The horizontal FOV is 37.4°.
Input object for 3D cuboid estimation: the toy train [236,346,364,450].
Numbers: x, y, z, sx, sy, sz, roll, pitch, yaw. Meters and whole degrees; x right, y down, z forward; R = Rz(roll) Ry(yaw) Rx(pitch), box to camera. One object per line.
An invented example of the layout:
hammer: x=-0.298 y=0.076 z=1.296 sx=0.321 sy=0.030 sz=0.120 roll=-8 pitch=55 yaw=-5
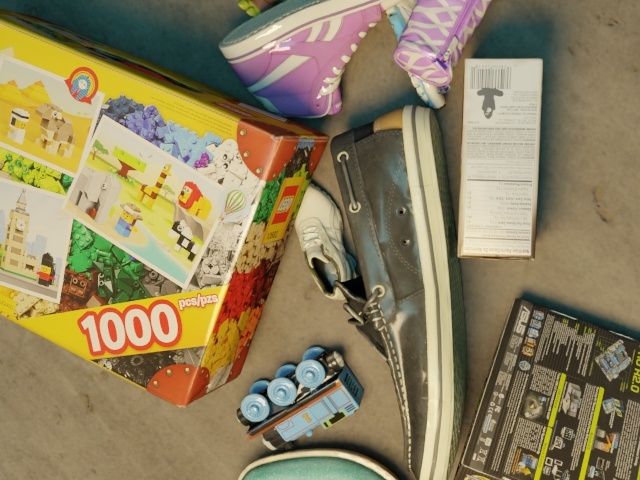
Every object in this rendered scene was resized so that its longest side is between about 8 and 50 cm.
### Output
toy train: x=-0.031 y=0.231 z=1.350 sx=0.184 sy=0.080 sz=0.105 roll=-34 pitch=95 yaw=15

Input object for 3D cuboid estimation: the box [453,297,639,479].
box: x=0.308 y=0.221 z=1.184 sx=0.216 sy=0.270 sz=0.060 roll=19 pitch=142 yaw=9

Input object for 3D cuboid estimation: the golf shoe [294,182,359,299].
golf shoe: x=0.000 y=0.000 z=1.307 sx=0.069 sy=0.086 sz=0.176 roll=-26 pitch=89 yaw=17

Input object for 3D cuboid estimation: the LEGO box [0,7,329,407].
LEGO box: x=-0.295 y=-0.060 z=1.286 sx=0.500 sy=0.193 sz=0.372 roll=23 pitch=102 yaw=15

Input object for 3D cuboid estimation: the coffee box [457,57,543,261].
coffee box: x=0.230 y=-0.106 z=1.211 sx=0.098 sy=0.141 sz=0.246 roll=2 pitch=99 yaw=12

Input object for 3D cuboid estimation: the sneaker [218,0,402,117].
sneaker: x=0.023 y=-0.256 z=1.246 sx=0.282 sy=0.102 sz=0.161 roll=-19 pitch=120 yaw=29

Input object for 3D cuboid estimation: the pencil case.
pencil case: x=0.168 y=-0.294 z=1.186 sx=0.086 sy=0.088 sz=0.206 roll=29 pitch=80 yaw=-19

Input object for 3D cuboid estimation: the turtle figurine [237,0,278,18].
turtle figurine: x=-0.058 y=-0.419 z=1.262 sx=0.269 sy=0.087 sz=0.217 roll=39 pitch=115 yaw=-11

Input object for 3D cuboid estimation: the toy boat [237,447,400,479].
toy boat: x=0.012 y=0.453 z=1.331 sx=0.268 sy=0.148 sz=0.318 roll=-7 pitch=95 yaw=14

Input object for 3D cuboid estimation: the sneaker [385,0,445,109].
sneaker: x=0.141 y=-0.269 z=1.249 sx=0.083 sy=0.071 sz=0.190 roll=-20 pitch=93 yaw=9

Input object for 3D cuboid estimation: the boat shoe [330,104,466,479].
boat shoe: x=0.104 y=0.076 z=1.246 sx=0.156 sy=0.187 sz=0.500 roll=-7 pitch=89 yaw=14
